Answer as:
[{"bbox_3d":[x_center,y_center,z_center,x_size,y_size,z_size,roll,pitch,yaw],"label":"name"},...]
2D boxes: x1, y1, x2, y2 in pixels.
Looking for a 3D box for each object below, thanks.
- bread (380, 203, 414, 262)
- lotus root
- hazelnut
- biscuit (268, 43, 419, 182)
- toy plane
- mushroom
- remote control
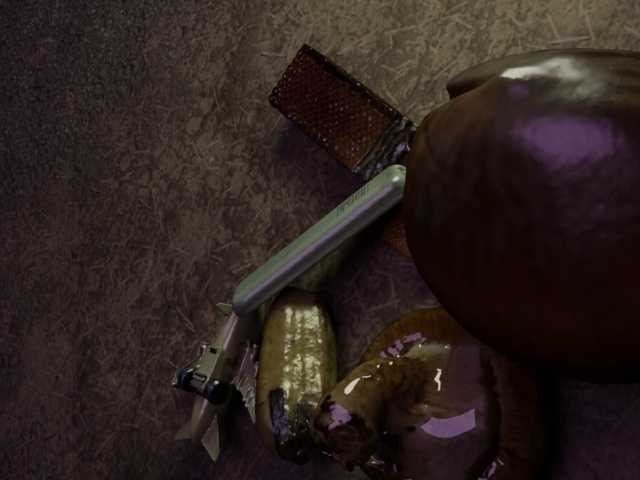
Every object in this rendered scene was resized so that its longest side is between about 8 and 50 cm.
[{"bbox_3d":[0.136,-0.018,1.455,0.094,0.035,0.090,-56,48,9],"label":"bread"},{"bbox_3d":[-0.030,0.180,1.477,0.110,0.097,0.258,6,59,-3],"label":"lotus root"},{"bbox_3d":[0.280,-0.047,1.156,0.409,0.359,0.359,15,84,37],"label":"hazelnut"},{"bbox_3d":[0.032,-0.179,1.576,0.106,0.070,0.252,-55,50,11],"label":"biscuit"},{"bbox_3d":[-0.139,0.183,1.571,0.229,0.092,0.244,12,85,51],"label":"toy plane"},{"bbox_3d":[0.141,0.192,1.278,0.267,0.254,0.267,-3,76,11],"label":"mushroom"},{"bbox_3d":[0.000,0.001,1.496,0.309,0.038,0.090,-38,13,13],"label":"remote control"}]
